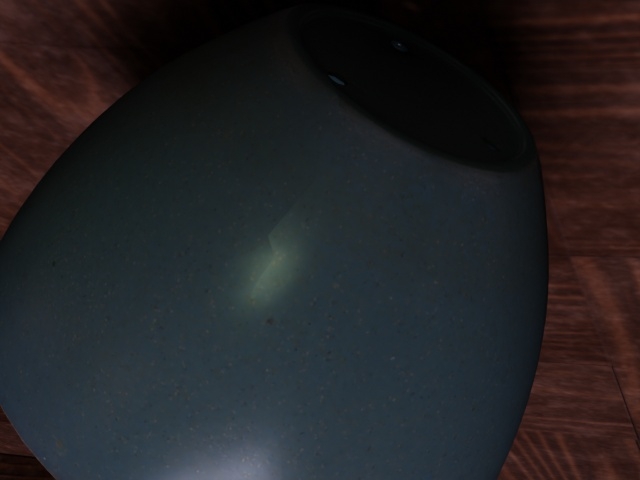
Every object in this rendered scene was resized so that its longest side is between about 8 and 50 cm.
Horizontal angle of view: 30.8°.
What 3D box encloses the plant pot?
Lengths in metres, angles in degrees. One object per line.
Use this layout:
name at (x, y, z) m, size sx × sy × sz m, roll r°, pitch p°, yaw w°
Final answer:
plant pot at (0.000, 0.000, 0.583) m, size 0.290 × 0.290 × 0.195 m, roll 19°, pitch 122°, yaw -20°
